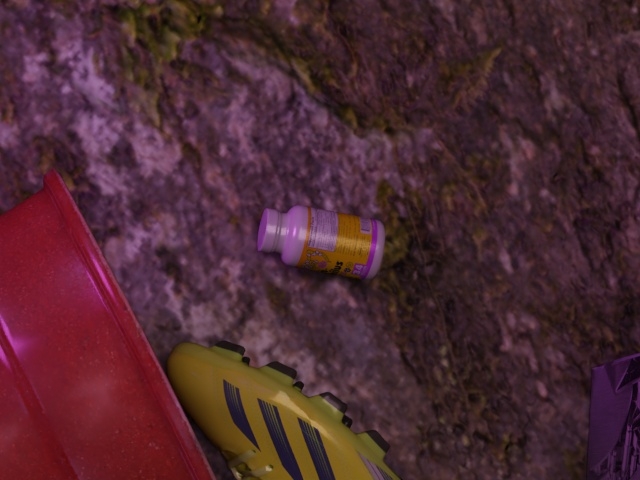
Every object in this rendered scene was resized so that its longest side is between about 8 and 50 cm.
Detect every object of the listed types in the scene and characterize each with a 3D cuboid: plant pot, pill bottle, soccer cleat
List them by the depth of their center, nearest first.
[{"bbox_3d":[-0.214,0.137,0.960,0.265,0.272,0.272,-27,87,-9],"label":"plant pot"},{"bbox_3d":[0.002,0.178,1.083,0.289,0.093,0.121,39,80,-4],"label":"soccer cleat"},{"bbox_3d":[0.000,0.000,1.138,0.083,0.043,0.043,11,77,-11],"label":"pill bottle"}]

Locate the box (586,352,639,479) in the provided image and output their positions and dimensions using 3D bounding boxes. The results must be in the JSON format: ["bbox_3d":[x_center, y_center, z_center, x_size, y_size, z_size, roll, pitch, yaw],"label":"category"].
[{"bbox_3d":[0.235,0.189,1.090,0.056,0.183,0.231,8,79,-14],"label":"box"}]
